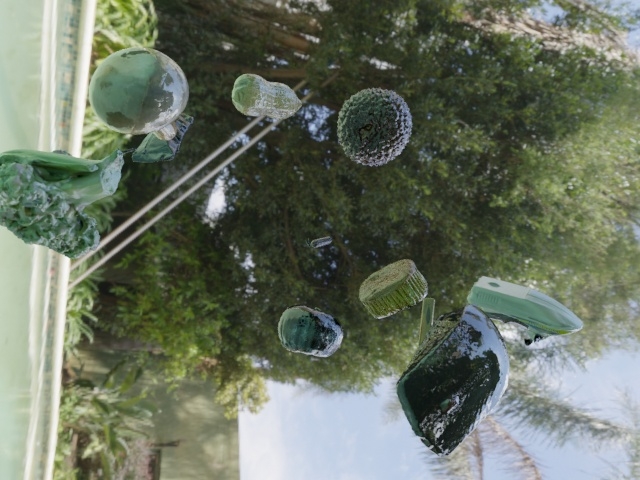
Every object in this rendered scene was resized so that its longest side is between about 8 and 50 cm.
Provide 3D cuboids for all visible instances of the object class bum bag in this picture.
[{"bbox_3d":[-0.462,-0.306,1.488,0.060,0.123,0.248,97,2,-52],"label":"bum bag"}]

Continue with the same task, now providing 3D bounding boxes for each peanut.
[{"bbox_3d":[-0.161,-0.415,1.470,0.124,0.257,0.123,3,-85,35],"label":"peanut"}]

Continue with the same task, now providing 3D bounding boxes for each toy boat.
[{"bbox_3d":[0.516,0.188,1.293,0.269,0.141,0.140,31,-63,23],"label":"toy boat"}]

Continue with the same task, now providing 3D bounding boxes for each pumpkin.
[{"bbox_3d":[-0.036,0.311,1.741,0.233,0.233,0.163,-2,-107,67],"label":"pumpkin"}]

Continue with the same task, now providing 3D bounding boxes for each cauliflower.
[{"bbox_3d":[-0.507,-0.102,0.998,0.256,0.316,0.238,58,16,-71],"label":"cauliflower"}]

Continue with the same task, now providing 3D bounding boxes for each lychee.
[{"bbox_3d":[0.178,-0.367,1.629,0.271,0.271,0.271,-171,-90,-68],"label":"lychee"}]

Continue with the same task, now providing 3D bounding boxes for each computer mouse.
[{"bbox_3d":[0.252,0.231,0.880,0.087,0.295,0.168,-23,-78,49],"label":"computer mouse"}]

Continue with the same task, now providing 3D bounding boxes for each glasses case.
[{"bbox_3d":[0.346,0.274,1.644,0.064,0.041,0.169,30,66,-72],"label":"glasses case"}]

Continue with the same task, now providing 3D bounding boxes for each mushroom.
[{"bbox_3d":[-0.384,-0.304,1.104,0.215,0.207,0.207,76,10,-64],"label":"mushroom"}]

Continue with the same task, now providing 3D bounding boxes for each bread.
[{"bbox_3d":[0.278,0.186,1.944,0.253,0.142,0.227,-24,-159,24],"label":"bread"}]

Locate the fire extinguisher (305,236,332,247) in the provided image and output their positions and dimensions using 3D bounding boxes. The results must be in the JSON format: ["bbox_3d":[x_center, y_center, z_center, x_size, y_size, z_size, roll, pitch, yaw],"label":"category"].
[{"bbox_3d":[0.002,0.006,1.536,0.046,0.100,0.032,16,-69,40],"label":"fire extinguisher"}]
